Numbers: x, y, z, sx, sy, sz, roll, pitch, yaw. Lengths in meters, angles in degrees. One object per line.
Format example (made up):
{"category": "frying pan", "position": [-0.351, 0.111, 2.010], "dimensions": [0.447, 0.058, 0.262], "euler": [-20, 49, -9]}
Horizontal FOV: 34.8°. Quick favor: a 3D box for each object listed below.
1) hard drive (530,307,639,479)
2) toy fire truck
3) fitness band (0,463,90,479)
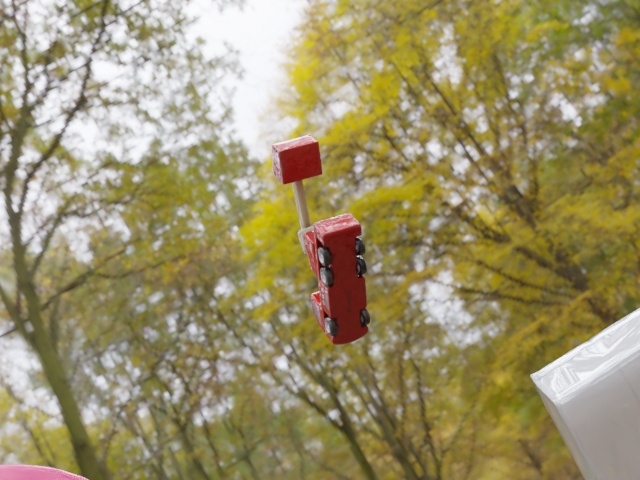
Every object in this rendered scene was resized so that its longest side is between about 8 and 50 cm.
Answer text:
{"category": "hard drive", "position": [0.309, 0.071, 0.522], "dimensions": [0.353, 0.233, 0.047], "euler": [-31, 19, -2]}
{"category": "toy fire truck", "position": [0.000, 0.000, 1.078], "dimensions": [0.047, 0.135, 0.192], "euler": [-16, -58, -17]}
{"category": "fitness band", "position": [-0.175, 0.209, 0.384], "dimensions": [0.291, 0.209, 0.054], "euler": [-36, -44, -25]}
